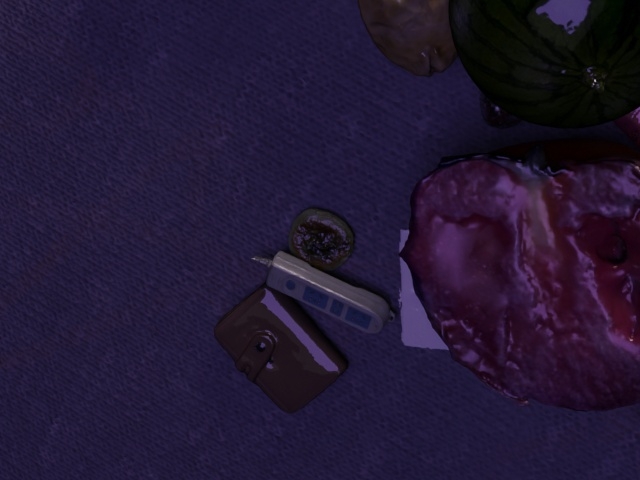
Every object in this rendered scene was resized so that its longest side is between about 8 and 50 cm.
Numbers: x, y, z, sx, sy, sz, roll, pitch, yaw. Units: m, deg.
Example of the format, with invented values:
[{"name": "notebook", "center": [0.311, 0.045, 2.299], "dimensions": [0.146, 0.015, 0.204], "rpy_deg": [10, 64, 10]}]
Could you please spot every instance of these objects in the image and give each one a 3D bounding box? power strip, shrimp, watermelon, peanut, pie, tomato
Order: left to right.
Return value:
[{"name": "pie", "center": [0.000, 0.002, 1.534], "dimensions": [0.084, 0.021, 0.084], "rpy_deg": [6, 109, 16]}, {"name": "power strip", "center": [0.001, 0.061, 1.540], "dimensions": [0.191, 0.030, 0.047], "rpy_deg": [25, 141, 6]}, {"name": "peanut", "center": [0.085, -0.308, 1.330], "dimensions": [0.130, 0.130, 0.290], "rpy_deg": [-7, 117, 19]}, {"name": "shrimp", "center": [0.201, -0.203, 1.384], "dimensions": [0.065, 0.056, 0.165], "rpy_deg": [-1, 105, 24]}, {"name": "tomato", "center": [0.262, 0.024, 1.376], "dimensions": [0.334, 0.176, 0.290], "rpy_deg": [1, 107, 23]}, {"name": "watermelon", "center": [0.242, -0.230, 1.233], "dimensions": [0.242, 0.242, 0.242], "rpy_deg": [5, 110, 15]}]

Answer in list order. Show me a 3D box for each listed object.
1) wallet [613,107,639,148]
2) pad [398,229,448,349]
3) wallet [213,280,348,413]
[{"name": "wallet", "center": [0.346, -0.174, 1.342], "dimensions": [0.232, 0.025, 0.119], "rpy_deg": [48, 113, 10]}, {"name": "pad", "center": [0.205, 0.063, 1.502], "dimensions": [0.232, 0.004, 0.156], "rpy_deg": [4, 109, 15]}, {"name": "wallet", "center": [-0.053, 0.136, 1.588], "dimensions": [0.118, 0.039, 0.153], "rpy_deg": [-42, 94, 22]}]
